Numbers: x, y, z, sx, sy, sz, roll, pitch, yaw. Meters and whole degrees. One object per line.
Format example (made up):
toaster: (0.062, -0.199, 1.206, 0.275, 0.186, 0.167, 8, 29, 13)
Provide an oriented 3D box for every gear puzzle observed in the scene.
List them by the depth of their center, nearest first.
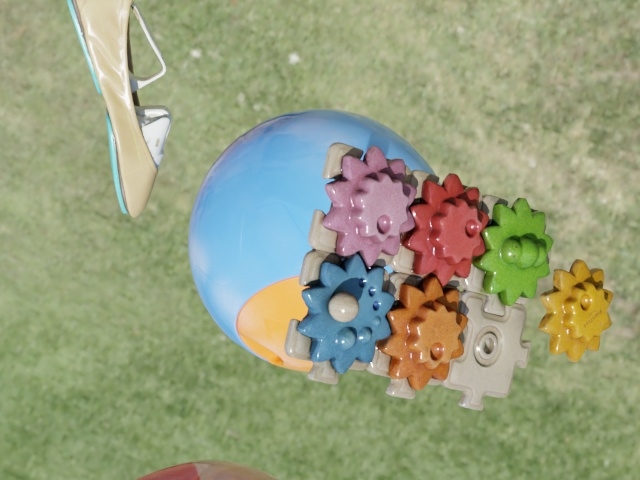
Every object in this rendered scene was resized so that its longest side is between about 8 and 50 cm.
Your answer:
gear puzzle: (0.125, 0.046, 0.956, 0.339, 0.175, 0.044, 15, 176, -38)

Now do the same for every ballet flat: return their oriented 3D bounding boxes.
ballet flat: (-0.175, -0.133, 1.142, 0.073, 0.080, 0.232, -12, 113, -4)

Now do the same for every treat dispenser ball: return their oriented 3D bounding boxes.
treat dispenser ball: (0.000, 0.000, 1.337, 0.288, 0.288, 0.288, 17, 149, 10)

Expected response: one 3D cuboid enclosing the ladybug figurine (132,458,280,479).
ladybug figurine: (-0.214, 0.374, 1.312, 0.162, 0.449, 0.305, 64, 170, -15)
